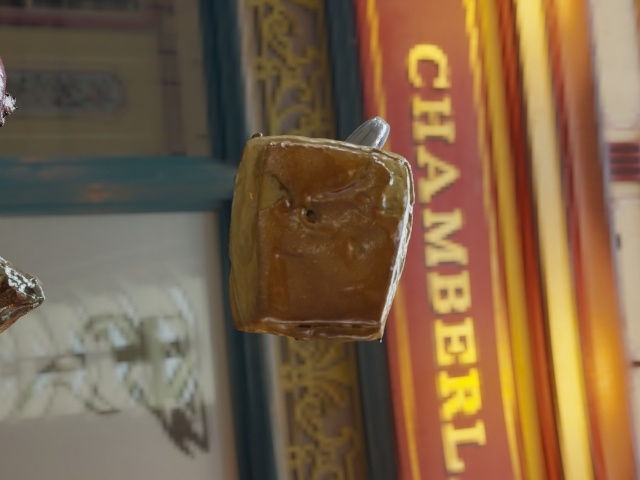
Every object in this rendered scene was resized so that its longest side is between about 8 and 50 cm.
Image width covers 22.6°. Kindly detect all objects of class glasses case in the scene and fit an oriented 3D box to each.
[{"bbox_3d":[0.028,-0.090,2.128,0.045,0.067,0.178,40,-83,9],"label":"glasses case"}]

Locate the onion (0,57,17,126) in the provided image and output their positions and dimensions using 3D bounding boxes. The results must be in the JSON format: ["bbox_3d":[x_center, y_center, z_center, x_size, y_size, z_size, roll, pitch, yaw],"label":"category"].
[{"bbox_3d":[-0.330,-0.132,1.492,0.115,0.104,0.115,-14,-109,45],"label":"onion"}]

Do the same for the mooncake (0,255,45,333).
[{"bbox_3d":[-0.442,0.077,2.087,0.130,0.125,0.073,-36,-144,27],"label":"mooncake"}]

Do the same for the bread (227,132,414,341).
[{"bbox_3d":[0.000,0.000,1.848,0.099,0.211,0.235,170,-74,-81],"label":"bread"}]
